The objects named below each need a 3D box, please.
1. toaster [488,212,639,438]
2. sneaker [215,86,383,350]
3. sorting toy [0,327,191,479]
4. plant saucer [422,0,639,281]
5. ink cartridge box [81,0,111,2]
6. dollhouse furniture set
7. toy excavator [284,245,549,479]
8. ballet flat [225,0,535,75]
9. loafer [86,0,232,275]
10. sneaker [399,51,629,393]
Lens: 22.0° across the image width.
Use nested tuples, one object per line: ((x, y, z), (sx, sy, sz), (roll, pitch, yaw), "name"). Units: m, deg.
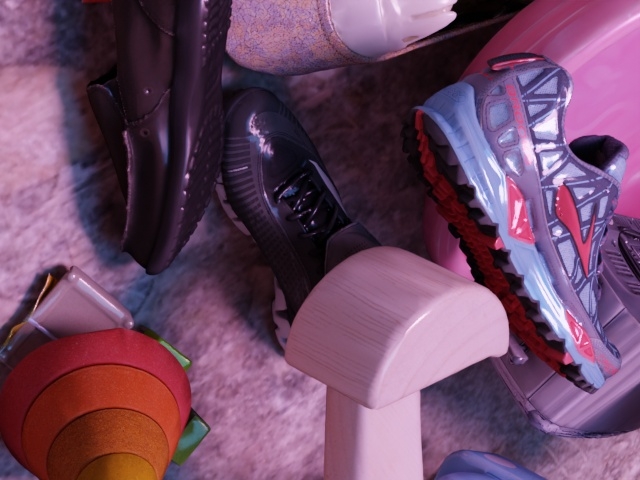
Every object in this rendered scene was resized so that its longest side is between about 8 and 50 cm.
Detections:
((0.227, 0.068, 1.258), (0.146, 0.129, 0.227), (-44, 150, 27), "toaster")
((0.000, 0.000, 1.107), (0.078, 0.106, 0.234), (-38, 128, -26), "sneaker")
((-0.123, 0.240, 1.035), (0.127, 0.126, 0.365), (-8, 119, -12), "sorting toy")
((0.208, -0.094, 1.208), (0.332, 0.084, 0.332), (-26, 151, -16), "plant saucer")
((-0.109, -0.198, 0.985), (0.063, 0.029, 0.115), (-9, 111, -42), "ink cartridge box")
((-0.139, 0.081, 1.065), (0.151, 0.058, 0.076), (41, 82, -24), "dollhouse furniture set")
((0.097, 0.241, 1.158), (0.445, 0.222, 0.433), (12, 101, -52), "toy excavator")
((0.073, -0.180, 1.111), (0.316, 0.106, 0.107), (-22, 111, -37), "ballet flat")
((-0.103, -0.083, 1.012), (0.080, 0.078, 0.220), (-58, 159, -62), "loafer")
((0.159, -0.008, 1.059), (0.125, 0.104, 0.262), (-36, 128, -6), "sneaker")
